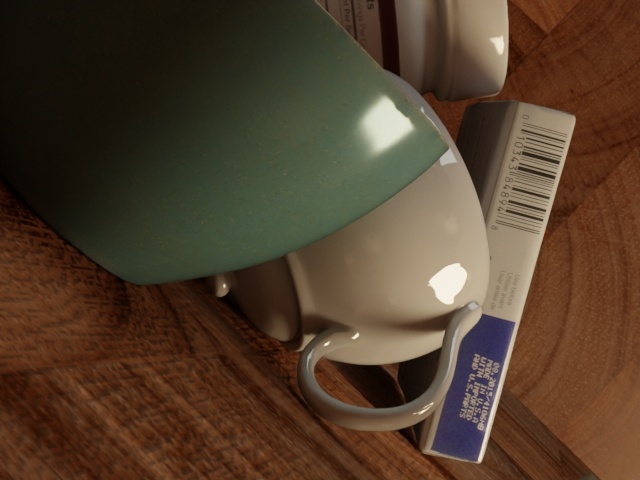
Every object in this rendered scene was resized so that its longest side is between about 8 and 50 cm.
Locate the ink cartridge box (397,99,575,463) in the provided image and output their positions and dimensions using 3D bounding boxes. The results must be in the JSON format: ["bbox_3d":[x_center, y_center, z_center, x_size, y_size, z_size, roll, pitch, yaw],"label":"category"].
[{"bbox_3d":[0.154,0.025,1.345,0.071,0.324,0.330,14,5,-1],"label":"ink cartridge box"}]

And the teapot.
[{"bbox_3d":[0.000,0.000,1.045,0.256,0.187,0.252,6,-62,69],"label":"teapot"}]

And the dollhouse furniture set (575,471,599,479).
[{"bbox_3d":[0.203,0.286,0.914,0.182,0.101,0.161,47,-20,47],"label":"dollhouse furniture set"}]

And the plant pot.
[{"bbox_3d":[-0.092,-0.088,0.836,0.290,0.195,0.290,43,4,-4],"label":"plant pot"}]

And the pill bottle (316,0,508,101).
[{"bbox_3d":[-0.014,-0.227,1.431,0.224,0.392,0.224,174,-90,-87],"label":"pill bottle"}]
